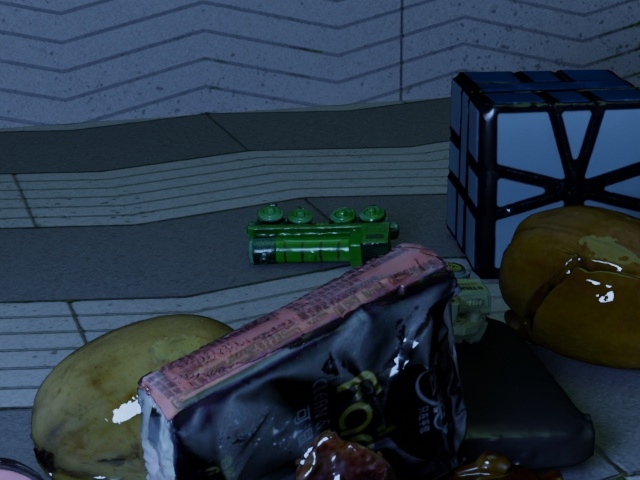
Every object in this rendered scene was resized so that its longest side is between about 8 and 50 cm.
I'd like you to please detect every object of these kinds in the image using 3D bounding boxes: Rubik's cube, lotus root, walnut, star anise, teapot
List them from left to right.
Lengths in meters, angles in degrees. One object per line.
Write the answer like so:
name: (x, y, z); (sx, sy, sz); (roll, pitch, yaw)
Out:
lotus root: (-0.148, 0.163, 1.455); (0.310, 0.183, 0.183); (-23, 20, -5)
star anise: (0.050, 0.267, 1.201); (0.126, 0.220, 0.190); (-43, 13, 3)
teapot: (0.180, 0.249, 1.408); (0.129, 0.078, 0.098); (0, 18, 1)
Rubik's cube: (0.362, -0.113, 2.233); (0.288, 0.294, 0.283); (-4, 15, -5)
walnut: (0.385, 0.066, 1.796); (0.336, 0.209, 0.209); (11, 21, 30)

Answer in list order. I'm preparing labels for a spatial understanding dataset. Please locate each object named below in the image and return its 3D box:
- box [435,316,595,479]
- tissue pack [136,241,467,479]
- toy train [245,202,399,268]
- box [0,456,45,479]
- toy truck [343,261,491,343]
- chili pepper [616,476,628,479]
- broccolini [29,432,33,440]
box: (0.102, 0.181, 1.615); (0.359, 0.091, 0.350); (-3, 18, -9)
tissue pack: (-0.007, 0.164, 1.304); (0.332, 0.245, 0.123); (-25, 42, -27)
toy train: (0.000, 0.000, 2.231); (0.251, 0.085, 0.119); (-2, 32, 7)
box: (-0.321, 0.262, 1.279); (0.151, 0.151, 0.135); (-8, 9, -25)
toy truck: (0.115, 0.088, 1.629); (0.191, 0.085, 0.116); (-4, 23, -25)
chili pepper: (0.333, 0.271, 1.431); (0.030, 0.034, 0.091); (-45, 36, -18)
broccolini: (-0.202, 0.194, 1.626); (0.271, 0.062, 0.123); (-17, 5, -18)
